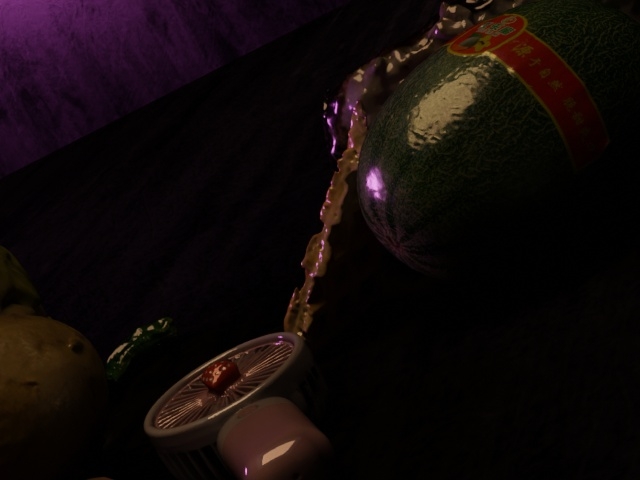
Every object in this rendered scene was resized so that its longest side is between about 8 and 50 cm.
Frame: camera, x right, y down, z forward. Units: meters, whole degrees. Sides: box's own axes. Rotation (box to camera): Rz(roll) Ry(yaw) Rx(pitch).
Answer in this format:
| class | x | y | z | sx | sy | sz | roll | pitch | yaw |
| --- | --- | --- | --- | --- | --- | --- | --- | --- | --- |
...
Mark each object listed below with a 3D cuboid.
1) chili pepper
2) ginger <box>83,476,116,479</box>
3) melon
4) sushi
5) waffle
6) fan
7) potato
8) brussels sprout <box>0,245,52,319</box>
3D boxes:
| class | x | y | z | sx | sy | sz | roll | pitch | yaw |
| --- | --- | --- | --- | --- | --- | --- | --- | --- | --- |
| chili pepper | -0.178 | 0.109 | 1.675 | 0.055 | 0.035 | 0.118 | -40 | -1 | 42 |
| ginger | -0.206 | 0.219 | 1.294 | 0.069 | 0.051 | 0.173 | -13 | 23 | 41 |
| melon | 0.155 | -0.082 | 1.377 | 0.288 | 0.182 | 0.182 | -34 | 14 | -27 |
| sushi | 0.155 | -0.139 | 1.558 | 0.343 | 0.196 | 0.182 | -30 | 20 | 0 |
| waffle | 0.000 | 0.000 | 1.411 | 0.032 | 0.191 | 0.125 | 28 | 51 | 34 |
| fan | -0.044 | 0.126 | 1.246 | 0.130 | 0.074 | 0.244 | -31 | 14 | -9 |
| potato | -0.298 | 0.170 | 1.383 | 0.307 | 0.173 | 0.210 | -31 | -13 | -2 |
| brussels sprout | -0.398 | 0.111 | 1.658 | 0.328 | 0.247 | 0.328 | -7 | 45 | 7 |
